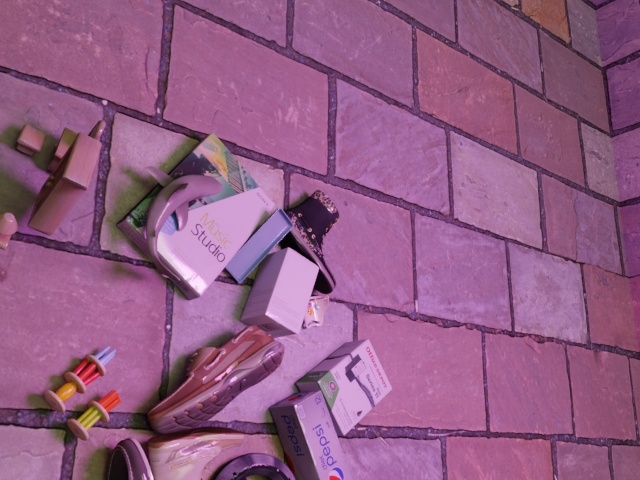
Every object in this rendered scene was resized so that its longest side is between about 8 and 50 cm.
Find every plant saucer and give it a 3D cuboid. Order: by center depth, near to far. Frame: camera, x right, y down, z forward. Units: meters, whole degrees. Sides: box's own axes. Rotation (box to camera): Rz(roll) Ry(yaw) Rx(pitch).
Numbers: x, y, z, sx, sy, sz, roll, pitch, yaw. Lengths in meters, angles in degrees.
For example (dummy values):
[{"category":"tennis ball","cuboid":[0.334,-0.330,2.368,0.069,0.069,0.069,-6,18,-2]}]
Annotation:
[{"category":"plant saucer","cuboid":[-0.144,0.010,1.592,0.192,0.018,0.067,-48,129,-16]}]

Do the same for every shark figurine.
[{"category":"shark figurine","cuboid":[-0.300,-0.062,1.395,0.166,0.116,0.278,37,54,-25]}]

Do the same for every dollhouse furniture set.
[{"category":"dollhouse furniture set","cuboid":[-0.581,-0.175,1.172,0.356,0.174,0.303,29,41,-28]}]

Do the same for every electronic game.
[{"category":"electronic game","cuboid":[-0.143,0.570,1.454,0.229,0.048,0.229,7,78,-32]}]

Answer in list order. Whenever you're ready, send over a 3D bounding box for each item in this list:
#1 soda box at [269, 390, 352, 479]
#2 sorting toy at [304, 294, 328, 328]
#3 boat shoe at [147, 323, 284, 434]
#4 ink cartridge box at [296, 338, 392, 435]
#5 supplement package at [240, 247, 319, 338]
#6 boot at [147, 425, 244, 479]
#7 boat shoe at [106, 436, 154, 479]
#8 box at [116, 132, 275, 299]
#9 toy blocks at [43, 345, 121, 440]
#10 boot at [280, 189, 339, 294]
[{"category":"soda box","cuboid":[-0.012,0.493,1.559,0.091,0.098,0.286,-20,91,-44]},{"category":"sorting toy","cuboid":[-0.020,0.178,1.688,0.083,0.045,0.075,-6,89,-42]},{"category":"boat shoe","cuboid":[-0.228,0.286,1.439,0.324,0.123,0.116,-29,63,-34]},{"category":"ink cartridge box","cuboid":[0.062,0.356,1.672,0.208,0.087,0.153,-33,100,-43]},{"category":"supplement package","cuboid":[-0.093,0.123,1.595,0.105,0.105,0.179,34,58,-28]},{"category":"boot","cuboid":[-0.247,0.465,1.369,0.213,0.077,0.165,4,84,-43]},{"category":"boat shoe","cuboid":[-0.357,0.535,1.238,0.096,0.112,0.335,-1,81,-46]},{"category":"box","cuboid":[-0.266,-0.060,1.532,0.232,0.058,0.322,49,50,-19]},{"category":"toy blocks","cuboid":[-0.425,0.282,1.292,0.123,0.054,0.148,56,49,-12]},{"category":"boot","cuboid":[0.000,-0.001,1.721,0.179,0.085,0.236,-40,97,-39]}]
